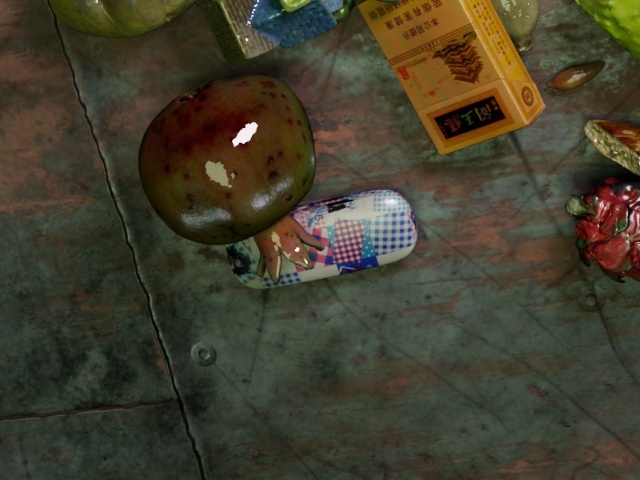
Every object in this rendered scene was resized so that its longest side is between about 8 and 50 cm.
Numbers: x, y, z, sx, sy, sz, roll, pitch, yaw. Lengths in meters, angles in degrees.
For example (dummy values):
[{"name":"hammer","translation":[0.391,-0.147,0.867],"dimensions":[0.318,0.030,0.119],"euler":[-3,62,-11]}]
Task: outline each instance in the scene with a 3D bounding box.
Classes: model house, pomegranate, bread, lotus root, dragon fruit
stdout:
[{"name":"model house","translation":[-0.072,-0.374,1.659],"dimensions":[0.214,0.189,0.195],"euler":[-16,110,16]},{"name":"pomegranate","translation":[-0.119,-0.111,1.749],"dimensions":[0.290,0.291,0.323],"euler":[-34,130,20]},{"name":"bread","translation":[0.466,-0.149,1.698],"dimensions":[0.136,0.154,0.054],"euler":[30,120,26]},{"name":"lotus root","translation":[0.277,-0.365,1.660],"dimensions":[0.090,0.077,0.183],"euler":[-22,104,17]},{"name":"dragon fruit","translation":[0.487,-0.021,1.715],"dimensions":[0.182,0.188,0.182],"euler":[10,105,41]}]

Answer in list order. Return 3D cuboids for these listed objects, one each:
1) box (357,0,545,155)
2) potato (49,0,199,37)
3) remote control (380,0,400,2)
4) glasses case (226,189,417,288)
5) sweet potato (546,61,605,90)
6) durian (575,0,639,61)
[{"name":"box","translation":[0.199,-0.280,1.672],"dimensions":[0.174,0.076,0.274],"euler":[-16,110,46]},{"name":"potato","translation":[-0.309,-0.400,1.716],"dimensions":[0.248,0.143,0.169],"euler":[-9,113,22]},{"name":"remote control","translation":[0.128,-0.497,1.595],"dimensions":[0.090,0.038,0.310],"euler":[18,92,30]},{"name":"glasses case","translation":[0.000,0.000,1.850],"dimensions":[0.327,0.076,0.125],"euler":[-12,110,15]},{"name":"sweet potato","translation":[0.395,-0.254,1.707],"dimensions":[0.095,0.034,0.034],"euler":[-23,106,20]},{"name":"durian","translation":[0.551,-0.335,1.562],"dimensions":[0.339,0.204,0.256],"euler":[40,100,-8]}]
